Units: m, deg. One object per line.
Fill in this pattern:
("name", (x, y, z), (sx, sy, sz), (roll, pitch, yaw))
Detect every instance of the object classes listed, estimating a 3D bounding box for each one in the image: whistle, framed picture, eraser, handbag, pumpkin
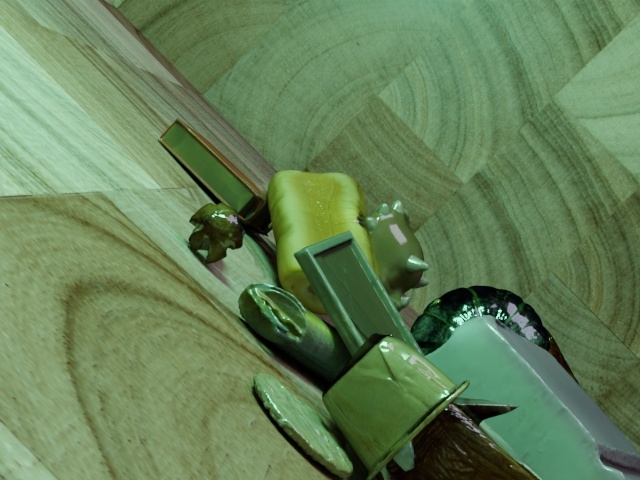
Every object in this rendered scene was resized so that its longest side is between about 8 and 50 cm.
("whistle", (0.018, 0.126, 1.437), (0.068, 0.057, 0.326), (48, 5, 36))
("framed picture", (0.084, 0.138, 1.480), (0.324, 0.020, 0.240), (59, 14, 1))
("eraser", (0.266, 0.230, 1.542), (0.272, 0.122, 0.359), (53, 9, 24))
("handbag", (-0.144, -0.091, 1.985), (0.190, 0.063, 0.127), (43, 2, 22))
("pumpkin", (0.228, 0.173, 1.934), (0.220, 0.220, 0.162), (46, -9, 10))

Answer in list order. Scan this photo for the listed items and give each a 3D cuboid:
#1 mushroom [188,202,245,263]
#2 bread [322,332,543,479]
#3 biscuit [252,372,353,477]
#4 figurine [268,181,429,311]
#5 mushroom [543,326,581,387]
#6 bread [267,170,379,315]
("mushroom", (-0.122, -0.008, 1.494), (0.060, 0.061, 0.187), (59, -8, -2))
("bread", (0.107, 0.179, 1.219), (0.212, 0.142, 0.224), (43, 1, 8))
("biscuit", (-0.015, 0.155, 1.124), (0.120, 0.015, 0.120), (45, 4, -4))
("figurine", (0.060, -0.001, 2.040), (0.247, 0.173, 0.177), (52, -12, 37))
("mushroom", (0.333, 0.269, 2.155), (0.345, 0.239, 0.345), (39, 32, -31))
("bread", (0.000, 0.000, 1.838), (0.305, 0.142, 0.091), (-98, -170, -59))
